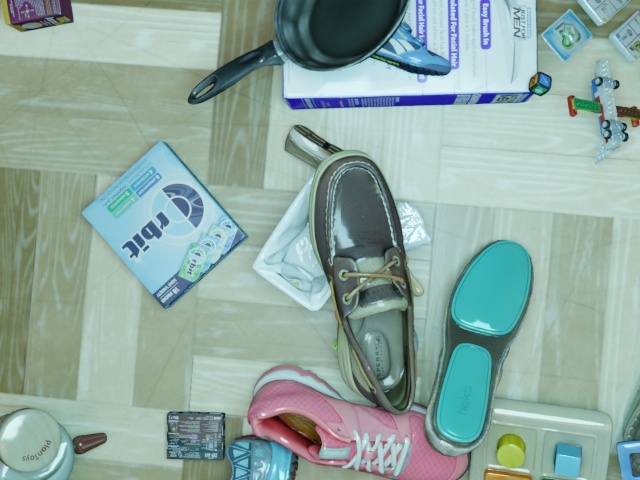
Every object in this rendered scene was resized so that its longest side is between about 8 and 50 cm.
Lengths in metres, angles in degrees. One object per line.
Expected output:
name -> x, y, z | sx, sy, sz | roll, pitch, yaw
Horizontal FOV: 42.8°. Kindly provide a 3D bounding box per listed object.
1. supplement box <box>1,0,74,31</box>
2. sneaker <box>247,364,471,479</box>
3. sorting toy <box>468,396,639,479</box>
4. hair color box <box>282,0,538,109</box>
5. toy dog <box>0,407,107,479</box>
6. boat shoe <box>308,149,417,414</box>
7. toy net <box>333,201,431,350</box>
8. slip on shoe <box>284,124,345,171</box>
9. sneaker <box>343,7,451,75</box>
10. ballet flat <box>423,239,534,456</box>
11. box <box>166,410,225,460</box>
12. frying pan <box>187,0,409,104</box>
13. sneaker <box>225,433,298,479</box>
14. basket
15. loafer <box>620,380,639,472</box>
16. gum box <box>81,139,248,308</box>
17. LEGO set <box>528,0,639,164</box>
supplement box -> -0.409, -0.334, 1.181 | 0.083, 0.055, 0.043 | -10, 90, 5
sneaker -> 0.043, 0.273, 1.093 | 0.313, 0.136, 0.116 | 16, 104, 8
sorting toy -> 0.291, 0.320, 1.105 | 0.347, 0.047, 0.196 | 5, 101, 14
hair color box -> 0.119, -0.281, 1.118 | 0.338, 0.110, 0.185 | 0, 90, 6
toy dog -> -0.382, 0.383, 1.127 | 0.160, 0.220, 0.334 | 6, 99, -27
boat shoe -> 0.068, 0.059, 1.021 | 0.123, 0.123, 0.342 | -11, 107, -15
toy net -> 0.089, 0.060, 1.152 | 0.122, 0.045, 0.232 | 8, 89, 6
slip on shoe -> 0.009, -0.111, 1.156 | 0.135, 0.051, 0.041 | 33, 118, 1
sneaker -> 0.103, -0.253, 1.041 | 0.144, 0.053, 0.059 | 23, 90, 2
ballet flat -> 0.204, 0.144, 1.099 | 0.107, 0.106, 0.316 | 22, 62, 10
box -> -0.180, 0.282, 1.180 | 0.083, 0.018, 0.067 | 0, 90, 4
frying pan -> -0.010, -0.248, 1.026 | 0.326, 0.053, 0.197 | -51, 56, 9
sneaker -> -0.122, 0.399, 1.144 | 0.125, 0.104, 0.262 | 19, 82, 8
basket -> 0.000, 0.000, 1.126 | 0.113, 0.103, 0.167 | 35, 91, 4
loafer -> 0.487, 0.195, 1.101 | 0.101, 0.092, 0.269 | 23, 108, 11
gum box -> -0.223, -0.023, 1.173 | 0.157, 0.041, 0.184 | -42, 86, 3
LEGO set -> 0.372, -0.227, 1.097 | 0.182, 0.060, 0.244 | 49, 61, -2
